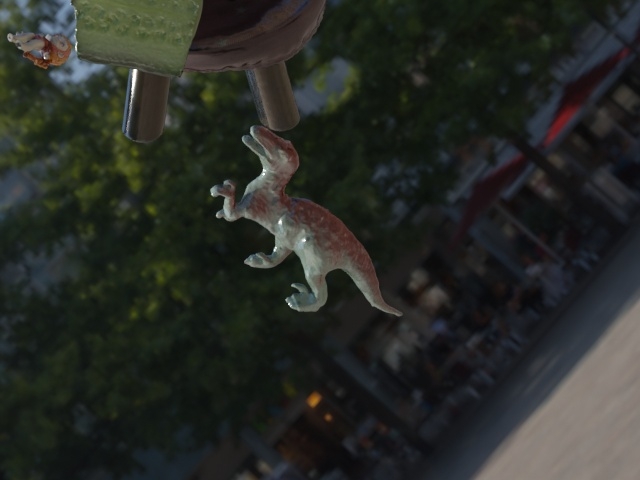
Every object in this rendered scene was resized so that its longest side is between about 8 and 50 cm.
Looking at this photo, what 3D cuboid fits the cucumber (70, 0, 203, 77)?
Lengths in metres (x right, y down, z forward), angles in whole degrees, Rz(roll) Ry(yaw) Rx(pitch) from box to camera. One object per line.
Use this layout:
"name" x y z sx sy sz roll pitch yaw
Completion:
"cucumber" -0.152 -0.203 1.088 0.062 0.115 0.116 -95 18 -55

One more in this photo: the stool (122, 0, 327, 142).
"stool" -0.123 -0.243 1.412 0.272 0.272 0.178 -46 -23 -28

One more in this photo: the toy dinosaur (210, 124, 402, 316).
"toy dinosaur" 0.000 0.000 1.242 0.167 0.242 0.053 -47 21 39

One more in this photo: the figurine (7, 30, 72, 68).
"figurine" -0.368 -0.251 1.722 0.047 0.064 0.109 -55 -19 15
